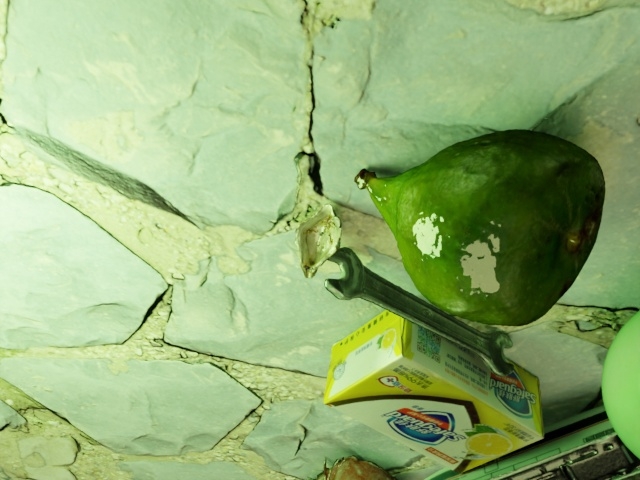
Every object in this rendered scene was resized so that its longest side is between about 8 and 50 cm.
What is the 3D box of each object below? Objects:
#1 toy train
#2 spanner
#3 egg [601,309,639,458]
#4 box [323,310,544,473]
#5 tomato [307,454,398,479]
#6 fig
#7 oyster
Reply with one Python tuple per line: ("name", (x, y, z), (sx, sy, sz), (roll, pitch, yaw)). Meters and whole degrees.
("toy train", (0.284, 0.343, 1.024), (0.407, 0.088, 0.086), (-27, 111, 17))
("spanner", (0.130, 0.092, 0.874), (0.302, 0.071, 0.017), (27, 145, -20))
("egg", (0.448, 0.152, 0.768), (0.220, 0.220, 0.269), (30, 125, -20))
("box", (0.158, 0.208, 0.959), (0.265, 0.097, 0.168), (34, 130, -22))
("tomato", (0.045, 0.492, 1.195), (0.181, 0.155, 0.214), (32, 132, 1))
("fig", (0.147, -0.027, 0.714), (0.235, 0.203, 0.203), (27, 152, 43))
("oyster", (-0.002, -0.002, 0.813), (0.051, 0.034, 0.093), (48, 121, 15))
